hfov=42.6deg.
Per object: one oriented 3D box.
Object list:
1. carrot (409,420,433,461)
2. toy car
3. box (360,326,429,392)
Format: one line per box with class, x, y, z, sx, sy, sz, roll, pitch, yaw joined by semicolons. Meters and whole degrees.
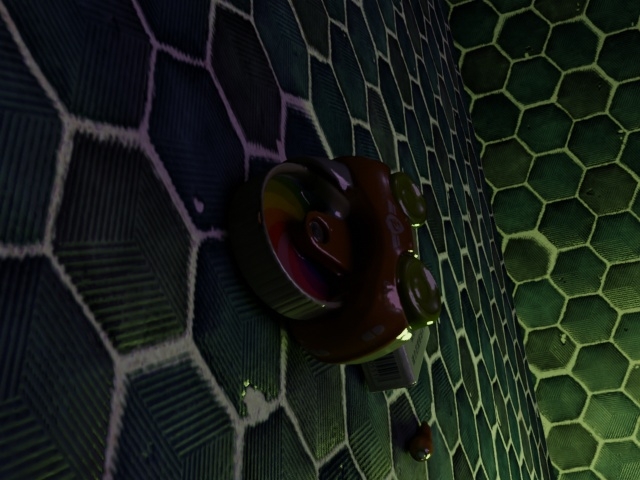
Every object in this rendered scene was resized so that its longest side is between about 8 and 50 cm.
carrot;0.149;0.294;1.197;0.142;0.035;0.035;-15;92;-79
toy car;0.000;0.000;0.830;0.235;0.145;0.235;35;43;-40
box;0.070;0.046;1.071;0.168;0.071;0.259;-56;131;-66
